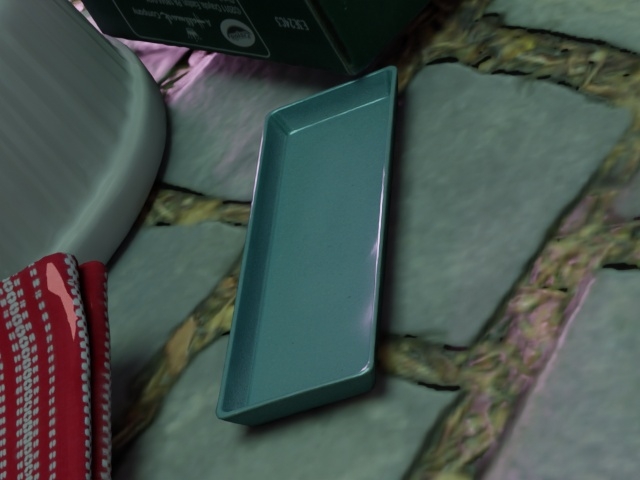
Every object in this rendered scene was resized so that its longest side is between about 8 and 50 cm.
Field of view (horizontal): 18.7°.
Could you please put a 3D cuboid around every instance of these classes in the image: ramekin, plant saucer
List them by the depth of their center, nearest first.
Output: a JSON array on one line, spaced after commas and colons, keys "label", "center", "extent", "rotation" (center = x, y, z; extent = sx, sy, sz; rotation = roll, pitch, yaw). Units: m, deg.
[{"label": "plant saucer", "center": [0.000, 0.000, 0.798], "extent": [0.067, 0.018, 0.192], "rotation": [-19, 38, 21]}, {"label": "ramekin", "center": [-0.219, -0.041, 0.933], "extent": [0.273, 0.127, 0.273], "rotation": [-22, 36, 17]}]

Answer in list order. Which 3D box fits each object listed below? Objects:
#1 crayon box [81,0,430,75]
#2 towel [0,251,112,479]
[{"label": "crayon box", "center": [0.037, -0.221, 0.971], "extent": [0.323, 0.083, 0.203], "rotation": [-47, 35, -22]}, {"label": "towel", "center": [-0.204, 0.125, 0.773], "extent": [0.275, 0.031, 0.199], "rotation": [-22, 48, 18]}]
